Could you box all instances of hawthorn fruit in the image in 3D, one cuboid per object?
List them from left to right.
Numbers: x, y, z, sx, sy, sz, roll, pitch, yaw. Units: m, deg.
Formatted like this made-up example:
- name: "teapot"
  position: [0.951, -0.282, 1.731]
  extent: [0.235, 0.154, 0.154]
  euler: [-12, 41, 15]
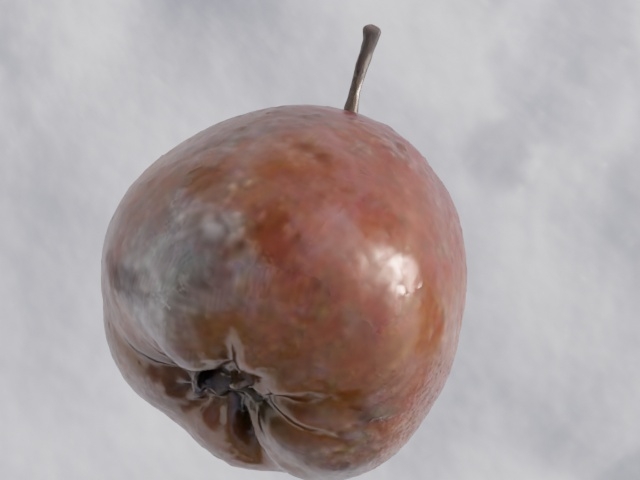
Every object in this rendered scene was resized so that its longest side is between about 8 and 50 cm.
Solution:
- name: "hawthorn fruit"
  position: [-0.007, 0.032, 1.026]
  extent: [0.263, 0.231, 0.235]
  euler: [-17, 126, -35]
